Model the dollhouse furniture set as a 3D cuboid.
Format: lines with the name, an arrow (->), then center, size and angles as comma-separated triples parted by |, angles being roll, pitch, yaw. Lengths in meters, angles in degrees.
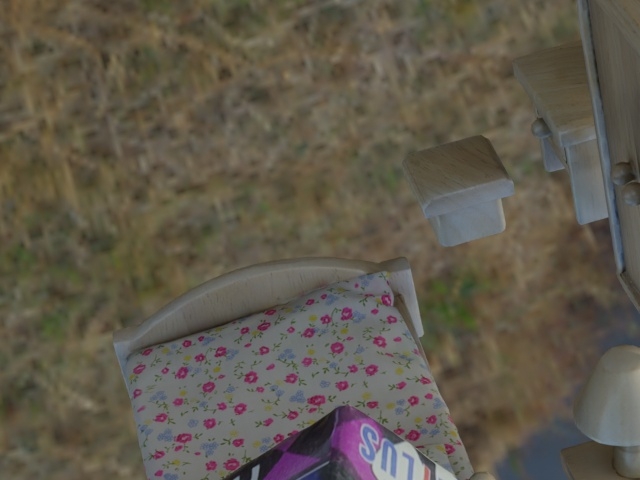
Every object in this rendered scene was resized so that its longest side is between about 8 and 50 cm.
dollhouse furniture set -> 0.000, 0.000, 0.823 | 0.355, 0.303, 0.174 | -15, 122, -3

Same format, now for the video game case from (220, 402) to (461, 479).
video game case -> -0.072, 0.159, 0.302 | 0.232, 0.210, 0.042 | -34, 122, 31
